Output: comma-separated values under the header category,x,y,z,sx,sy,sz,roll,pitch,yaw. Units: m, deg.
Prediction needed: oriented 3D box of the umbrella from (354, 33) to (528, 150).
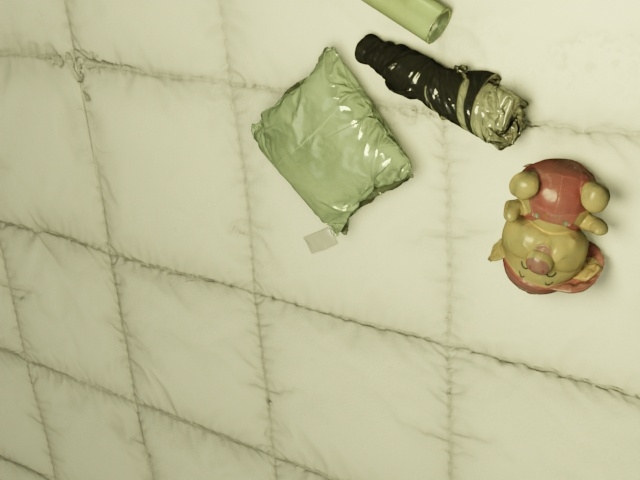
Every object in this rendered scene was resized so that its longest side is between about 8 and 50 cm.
category,x,y,z,sx,sy,sz,roll,pitch,yaw
umbrella,0.214,-0.283,1.690,0.357,0.106,0.113,34,120,29

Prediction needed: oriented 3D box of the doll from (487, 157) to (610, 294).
category,x,y,z,sx,sy,sz,roll,pitch,yaw
doll,0.400,-0.013,1.633,0.196,0.152,0.256,35,135,36

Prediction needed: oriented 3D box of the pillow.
category,x,y,z,sx,sy,sz,roll,pitch,yaw
pillow,0.025,-0.187,1.841,0.310,0.138,0.283,53,133,7

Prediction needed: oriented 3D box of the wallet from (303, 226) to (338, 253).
category,x,y,z,sx,sy,sz,roll,pitch,yaw
wallet,0.000,0.000,2.044,0.083,0.011,0.044,-21,99,42

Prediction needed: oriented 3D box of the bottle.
category,x,y,z,sx,sy,sz,roll,pitch,yaw
bottle,0.133,-0.432,1.674,0.201,0.072,0.072,37,130,17
